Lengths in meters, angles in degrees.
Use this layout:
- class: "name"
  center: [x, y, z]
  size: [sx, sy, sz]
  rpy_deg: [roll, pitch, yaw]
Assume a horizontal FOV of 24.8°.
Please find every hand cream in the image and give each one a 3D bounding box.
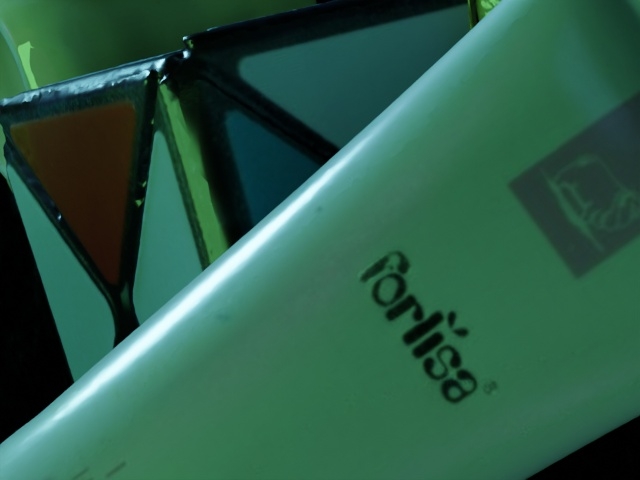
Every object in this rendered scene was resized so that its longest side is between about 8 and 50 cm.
- class: "hand cream"
  center: [0.025, 0.044, 0.572]
  size: [0.185, 0.358, 0.118]
  rpy_deg: [54, -171, 9]

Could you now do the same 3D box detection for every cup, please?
- class: "cup"
  center: [-0.142, -0.118, 1.002]
  size: [0.255, 0.202, 0.173]
  rpy_deg: [-16, 94, 62]

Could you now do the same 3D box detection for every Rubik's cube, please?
- class: "Rubik's cube"
  center: [0.000, 0.000, 0.791]
  size: [0.250, 0.248, 0.247]
  rpy_deg: [-3, 105, 59]

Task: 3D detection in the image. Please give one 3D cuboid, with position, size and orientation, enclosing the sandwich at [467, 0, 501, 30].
- class: "sandwich"
  center: [0.159, -0.140, 0.589]
  size: [0.226, 0.087, 0.251]
  rpy_deg: [16, 122, 41]
